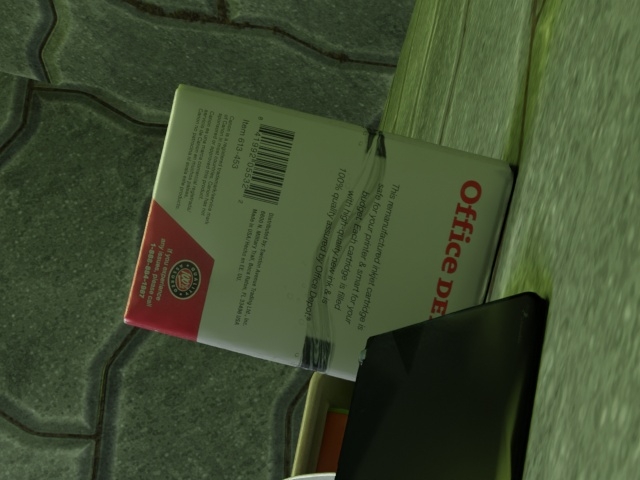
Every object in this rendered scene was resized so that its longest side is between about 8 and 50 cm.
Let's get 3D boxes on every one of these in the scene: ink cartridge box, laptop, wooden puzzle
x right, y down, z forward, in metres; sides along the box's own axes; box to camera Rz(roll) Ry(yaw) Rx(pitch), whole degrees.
[{"bbox_3d":[0.000,0.000,0.927,0.100,0.237,0.172,-51,-26,-85],"label":"ink cartridge box"},{"bbox_3d":[0.072,0.182,0.753,0.264,0.136,0.234,55,-136,-56],"label":"laptop"},{"bbox_3d":[0.014,0.245,1.139,0.221,0.044,0.239,56,-133,-63],"label":"wooden puzzle"}]

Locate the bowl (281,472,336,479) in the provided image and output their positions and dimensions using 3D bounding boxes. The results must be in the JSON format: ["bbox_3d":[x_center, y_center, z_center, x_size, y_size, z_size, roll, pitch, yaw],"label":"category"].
[{"bbox_3d":[0.008,0.248,0.970,0.142,0.053,0.142,-10,59,44],"label":"bowl"}]
